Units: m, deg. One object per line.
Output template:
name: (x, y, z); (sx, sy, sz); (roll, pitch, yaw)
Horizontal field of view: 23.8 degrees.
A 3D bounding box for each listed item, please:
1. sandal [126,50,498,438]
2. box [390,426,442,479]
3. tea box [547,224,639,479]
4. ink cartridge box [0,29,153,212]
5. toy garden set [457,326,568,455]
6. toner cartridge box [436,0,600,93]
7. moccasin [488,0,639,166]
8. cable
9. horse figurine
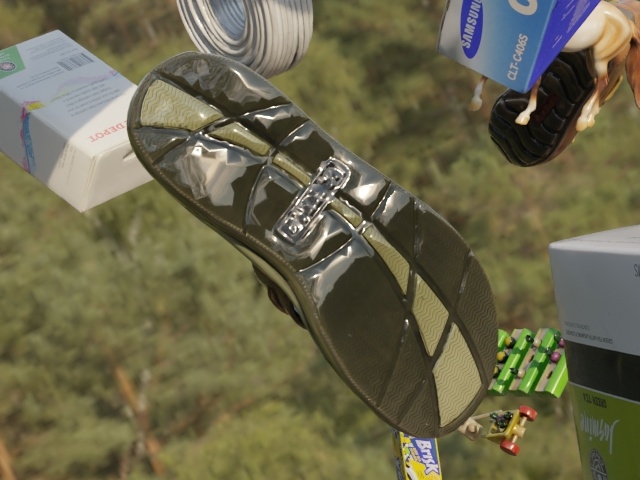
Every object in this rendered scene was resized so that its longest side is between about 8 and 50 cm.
sandal: (0.000, -0.002, 0.988); (0.120, 0.303, 0.086); (-44, 3, -14)
box: (0.139, 0.318, 2.189); (0.054, 0.169, 0.059); (-9, 8, -12)
tea box: (0.342, 0.144, 1.076); (0.220, 0.323, 0.329); (-9, 4, -15)
ink cartridge box: (-0.297, -0.144, 1.802); (0.154, 0.212, 0.093); (-31, -32, -47)
toy garden set: (0.262, 0.210, 2.212); (0.204, 0.049, 0.244); (-60, 20, -18)
toner cartridge box: (0.207, -0.268, 1.082); (0.348, 0.075, 0.165); (-49, -21, -39)
moccasin: (0.369, -0.235, 2.286); (0.147, 0.139, 0.380); (-32, -18, -31)
cable: (-0.116, -0.359, 2.224); (0.089, 0.257, 0.257); (-27, -32, -30)
horse figurine: (0.274, -0.209, 1.667); (0.263, 0.174, 0.066); (6, 19, -32)
